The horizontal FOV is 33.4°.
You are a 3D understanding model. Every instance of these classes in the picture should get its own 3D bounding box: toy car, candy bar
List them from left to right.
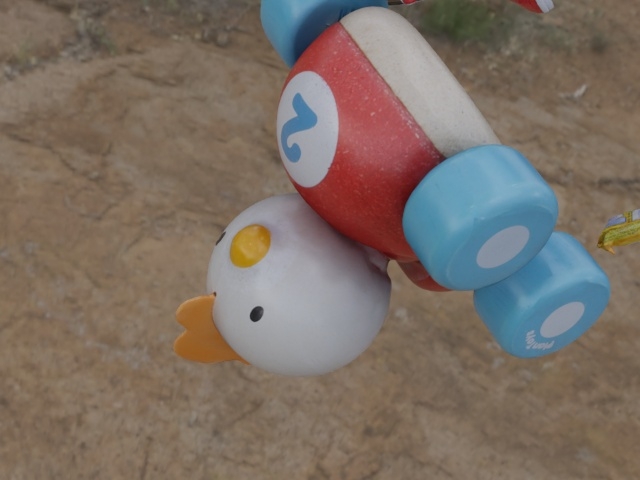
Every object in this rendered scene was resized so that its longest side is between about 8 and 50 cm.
[{"bbox_3d":[0.000,0.000,0.628,0.210,0.238,0.219,42,13,-53],"label":"toy car"},{"bbox_3d":[0.252,-0.023,0.674,0.018,0.162,0.040,66,24,-13],"label":"candy bar"}]

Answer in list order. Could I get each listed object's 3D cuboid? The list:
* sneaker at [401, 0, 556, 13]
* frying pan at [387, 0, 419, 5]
[{"bbox_3d":[0.078,-0.151,0.606,0.118,0.067,0.042,33,17,-31],"label":"sneaker"},{"bbox_3d":[0.116,-0.278,0.969,0.326,0.197,0.053,24,36,0],"label":"frying pan"}]
